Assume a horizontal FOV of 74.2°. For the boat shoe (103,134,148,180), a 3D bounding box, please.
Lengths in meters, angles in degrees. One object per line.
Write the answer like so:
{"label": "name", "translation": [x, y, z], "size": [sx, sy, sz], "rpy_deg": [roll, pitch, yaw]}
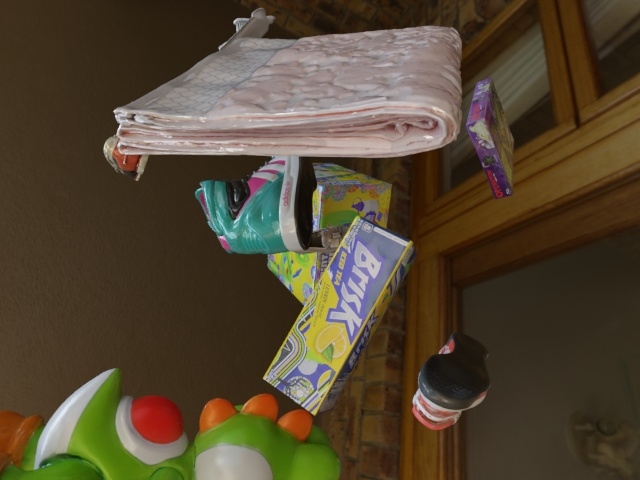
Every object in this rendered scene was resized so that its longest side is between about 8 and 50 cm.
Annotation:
{"label": "boat shoe", "translation": [-0.225, -0.098, 0.494], "size": [0.043, 0.137, 0.049], "rpy_deg": [16, -89, -25]}

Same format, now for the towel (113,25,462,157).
{"label": "towel", "translation": [-0.007, -0.183, 0.475], "size": [0.317, 0.053, 0.331], "rpy_deg": [4, -143, 16]}

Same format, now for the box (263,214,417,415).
{"label": "box", "translation": [0.022, 0.066, 0.386], "size": [0.059, 0.054, 0.168], "rpy_deg": [28, -96, 22]}

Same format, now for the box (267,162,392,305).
{"label": "box", "translation": [0.005, -0.022, 1.025], "size": [0.177, 0.279, 0.289], "rpy_deg": [-5, -68, -27]}

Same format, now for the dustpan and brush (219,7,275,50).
{"label": "dustpan and brush", "translation": [-0.177, -0.581, 1.144], "size": [0.211, 0.147, 0.060], "rpy_deg": [-35, -80, -51]}

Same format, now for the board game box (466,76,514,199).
{"label": "board game box", "translation": [0.450, -0.278, 1.104], "size": [0.208, 0.056, 0.346], "rpy_deg": [63, -145, -23]}

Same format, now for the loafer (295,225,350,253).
{"label": "loafer", "translation": [0.000, 0.000, 0.735], "size": [0.039, 0.125, 0.045], "rpy_deg": [22, -121, -65]}

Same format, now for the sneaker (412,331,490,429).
{"label": "sneaker", "translation": [0.193, 0.245, 0.661], "size": [0.090, 0.144, 0.270], "rpy_deg": [27, -166, 22]}

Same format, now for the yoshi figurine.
{"label": "yoshi figurine", "translation": [-0.160, 0.267, 0.420], "size": [0.363, 0.202, 0.203], "rpy_deg": [7, -136, -16]}

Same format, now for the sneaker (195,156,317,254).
{"label": "sneaker", "translation": [-0.102, -0.078, 0.682], "size": [0.179, 0.123, 0.295], "rpy_deg": [-9, -144, 9]}
